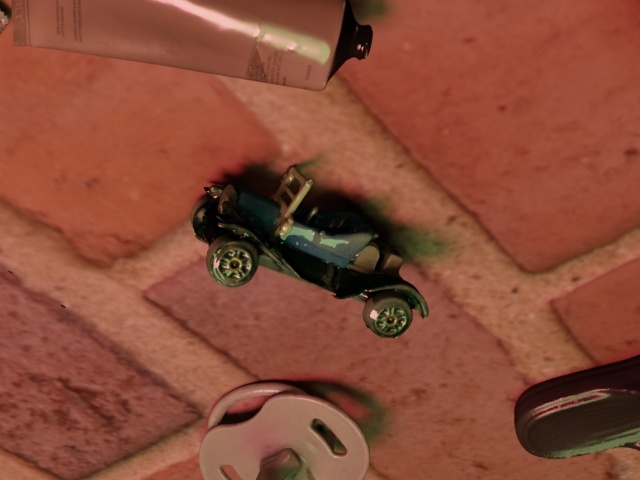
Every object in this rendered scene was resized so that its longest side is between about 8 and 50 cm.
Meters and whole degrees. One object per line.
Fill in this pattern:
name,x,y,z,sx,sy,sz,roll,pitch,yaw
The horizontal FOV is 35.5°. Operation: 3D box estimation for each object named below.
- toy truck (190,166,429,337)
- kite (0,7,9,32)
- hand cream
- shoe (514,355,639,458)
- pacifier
toy truck,-0.001,-0.001,0.628,0.154,0.080,0.078,21,105,-24
kite,-0.281,-0.143,0.488,0.141,0.015,0.245,-29,135,23
hand cream,-0.066,-0.116,0.510,0.186,0.054,0.087,10,140,-5
shoe,0.275,0.145,0.780,0.241,0.093,0.108,-17,134,17
pacifier,-0.040,0.180,0.785,0.150,0.116,0.126,-23,108,25
